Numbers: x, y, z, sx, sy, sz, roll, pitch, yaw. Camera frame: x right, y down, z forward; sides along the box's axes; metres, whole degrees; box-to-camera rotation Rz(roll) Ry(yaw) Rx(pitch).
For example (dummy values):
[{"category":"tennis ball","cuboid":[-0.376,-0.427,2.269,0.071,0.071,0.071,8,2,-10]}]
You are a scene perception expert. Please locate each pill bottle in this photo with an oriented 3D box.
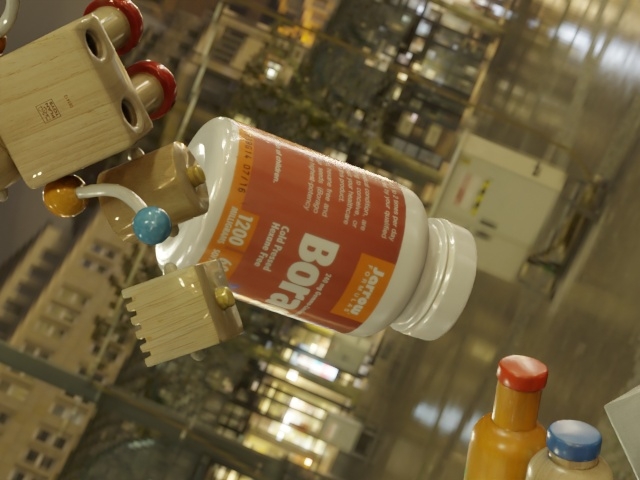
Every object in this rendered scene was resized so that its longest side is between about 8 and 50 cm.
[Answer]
[{"category":"pill bottle","cuboid":[0.000,0.000,0.839,0.121,0.216,0.121,-53,26,41]}]

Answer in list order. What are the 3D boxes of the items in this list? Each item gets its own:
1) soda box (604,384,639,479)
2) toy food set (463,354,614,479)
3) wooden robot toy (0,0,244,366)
[{"category":"soda box","cuboid":[0.339,0.093,0.741,0.286,0.098,0.091,-29,-12,27]},{"category":"toy food set","cuboid":[0.064,0.139,0.480,0.232,0.111,0.105,-22,-57,-52]},{"category":"wooden robot toy","cuboid":[-0.092,-0.034,0.385,0.079,0.173,0.076,-21,14,15]}]
